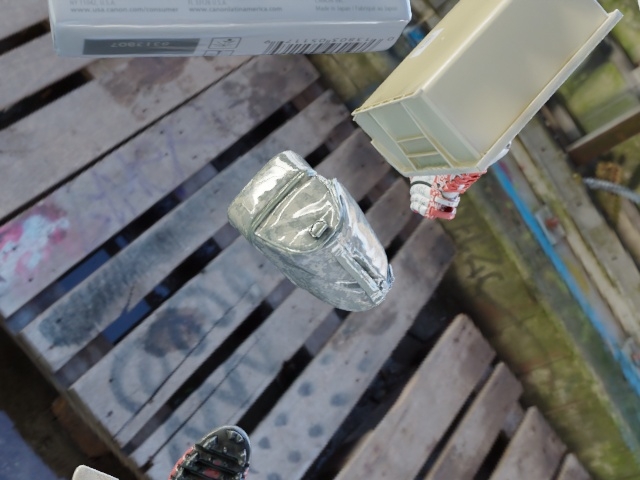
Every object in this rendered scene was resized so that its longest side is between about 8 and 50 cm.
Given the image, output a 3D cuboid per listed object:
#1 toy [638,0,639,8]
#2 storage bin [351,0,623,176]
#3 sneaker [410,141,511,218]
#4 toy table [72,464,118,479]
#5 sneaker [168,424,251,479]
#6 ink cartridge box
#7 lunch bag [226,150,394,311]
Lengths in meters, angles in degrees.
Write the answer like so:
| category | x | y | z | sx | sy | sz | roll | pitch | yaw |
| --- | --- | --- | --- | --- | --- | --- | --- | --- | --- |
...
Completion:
| category | x | y | z | sx | sy | sz | roll | pitch | yaw |
| --- | --- | --- | --- | --- | --- | --- | --- | --- | --- |
| toy | 0.531 | -0.393 | 1.177 | 0.056 | 0.237 | 0.137 | 39 | 43 | -44 |
| storage bin | 0.194 | -0.217 | 1.141 | 0.123 | 0.260 | 0.262 | 44 | 80 | -13 |
| sneaker | 0.260 | -0.112 | 1.673 | 0.090 | 0.270 | 0.145 | 4 | 87 | -29 |
| toy table | -0.300 | 0.480 | 1.422 | 0.252 | 0.274 | 0.161 | 30 | 67 | -23 |
| sneaker | -0.177 | 0.365 | 1.278 | 0.097 | 0.276 | 0.135 | 26 | 15 | -3 |
| ink cartridge box | -0.056 | -0.217 | 0.475 | 0.189 | 0.066 | 0.232 | -5 | 82 | -17 |
| lunch bag | 0.000 | 0.000 | 1.811 | 0.256 | 0.212 | 0.305 | 42 | -4 | 39 |
